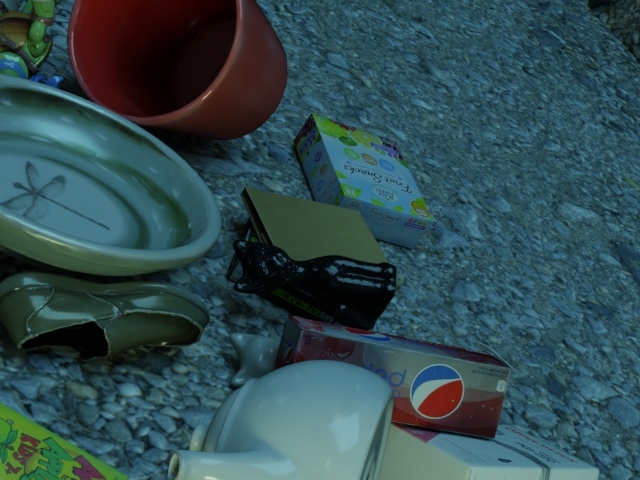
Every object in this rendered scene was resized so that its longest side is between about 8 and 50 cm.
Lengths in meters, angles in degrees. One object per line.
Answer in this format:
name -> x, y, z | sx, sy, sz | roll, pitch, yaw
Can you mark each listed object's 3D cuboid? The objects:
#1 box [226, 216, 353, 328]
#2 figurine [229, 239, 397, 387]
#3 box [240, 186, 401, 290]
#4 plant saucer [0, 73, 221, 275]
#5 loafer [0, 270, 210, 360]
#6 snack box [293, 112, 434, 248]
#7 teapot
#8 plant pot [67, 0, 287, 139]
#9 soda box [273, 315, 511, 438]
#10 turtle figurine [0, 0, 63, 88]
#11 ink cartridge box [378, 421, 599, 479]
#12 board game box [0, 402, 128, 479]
box -> -0.023, 0.034, 1.692 | 0.190, 0.045, 0.184 | 28, 28, -9
figurine -> -0.015, 0.107, 1.523 | 0.209, 0.092, 0.215 | 14, 55, -19
box -> 0.000, 0.000, 1.696 | 0.201, 0.021, 0.164 | 10, 36, -34
plant saucer -> -0.316, -0.060, 1.450 | 0.400, 0.100, 0.400 | 24, 23, -11
loafer -> -0.238, 0.098, 1.357 | 0.251, 0.094, 0.087 | 7, 54, -30
snack box -> 0.066, -0.094, 1.937 | 0.174, 0.070, 0.207 | 15, 37, -31
teapot -> -0.041, 0.225, 1.239 | 0.187, 0.256, 0.252 | 15, 46, 11
plant pot -> -0.181, -0.264, 1.740 | 0.275, 0.275, 0.243 | 48, 9, 23
soda box -> 0.081, 0.159, 1.431 | 0.263, 0.092, 0.083 | 12, 6, -14
turtle figurine -> -0.443, -0.328, 1.650 | 0.274, 0.198, 0.266 | 28, 26, -17
ink cartridge box -> 0.193, 0.279, 1.440 | 0.218, 0.092, 0.158 | 11, 7, -37
board game box -> -0.282, 0.220, 1.164 | 0.181, 0.043, 0.092 | 31, 30, -5
